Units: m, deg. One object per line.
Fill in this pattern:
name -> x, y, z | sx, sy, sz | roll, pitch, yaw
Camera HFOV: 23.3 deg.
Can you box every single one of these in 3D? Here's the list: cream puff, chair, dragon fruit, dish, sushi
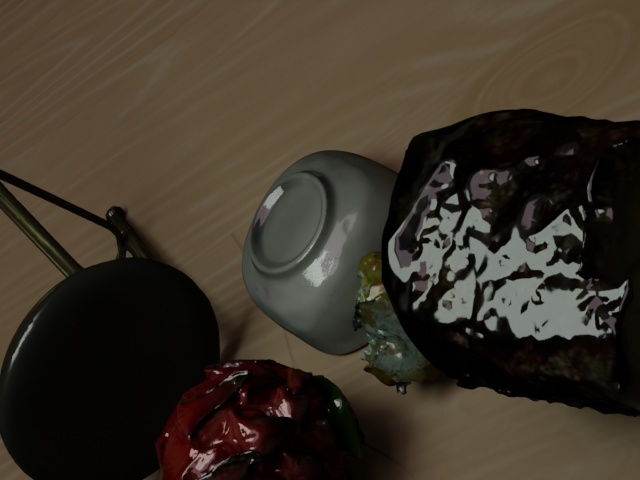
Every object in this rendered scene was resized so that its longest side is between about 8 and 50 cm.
cream puff -> 0.097, 0.075, 1.685 | 0.121, 0.156, 0.156 | -5, 60, 11
chair -> -0.361, 0.113, 2.000 | 0.410, 0.365, 0.362 | 27, 88, 46
dragon fruit -> -0.093, 0.251, 1.698 | 0.293, 0.234, 0.234 | -39, 41, 1
dish -> 0.000, 0.000, 1.841 | 0.256, 0.117, 0.256 | -26, 50, 36
sushi -> 0.251, 0.019, 1.424 | 0.294, 0.299, 0.281 | 3, 93, 51
